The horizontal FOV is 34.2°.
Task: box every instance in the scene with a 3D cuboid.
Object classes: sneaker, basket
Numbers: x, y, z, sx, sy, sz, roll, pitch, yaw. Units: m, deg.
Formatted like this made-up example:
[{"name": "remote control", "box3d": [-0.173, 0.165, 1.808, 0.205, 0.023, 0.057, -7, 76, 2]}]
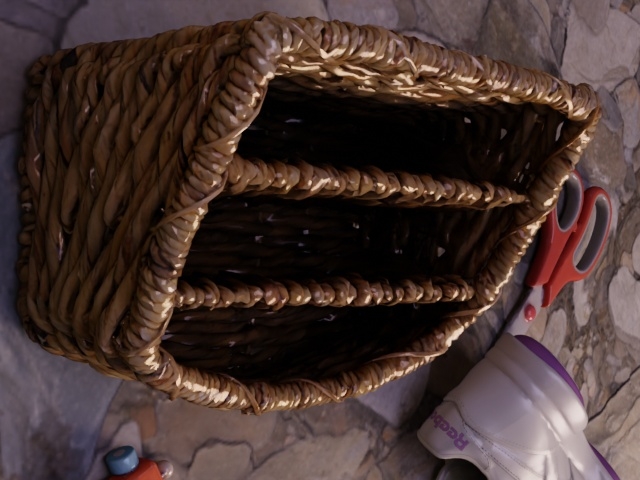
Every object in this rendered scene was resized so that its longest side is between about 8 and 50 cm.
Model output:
[{"name": "sneaker", "box3d": [0.176, 0.212, 0.912, 0.152, 0.114, 0.305, -38, 126, -8]}, {"name": "basket", "box3d": [0.000, 0.000, 0.622, 0.299, 0.223, 0.213, 4, 89, -46]}]

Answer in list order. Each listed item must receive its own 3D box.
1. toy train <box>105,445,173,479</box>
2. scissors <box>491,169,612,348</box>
[{"name": "toy train", "box3d": [-0.114, 0.219, 0.638, 0.125, 0.046, 0.166, -29, 111, -41]}, {"name": "scissors", "box3d": [0.206, 0.060, 0.973, 0.109, 0.021, 0.297, 43, 62, -36]}]
